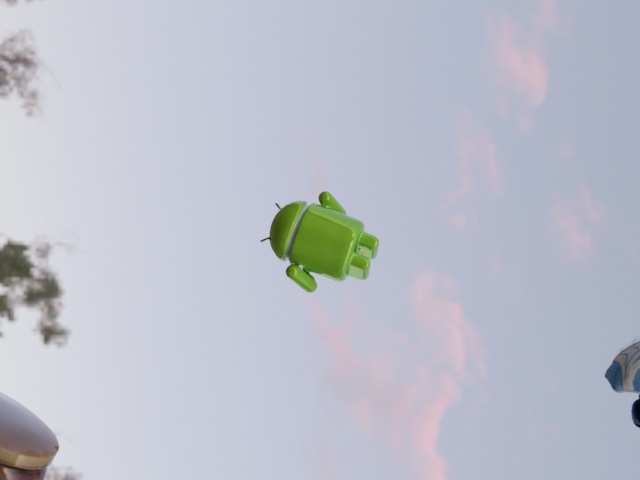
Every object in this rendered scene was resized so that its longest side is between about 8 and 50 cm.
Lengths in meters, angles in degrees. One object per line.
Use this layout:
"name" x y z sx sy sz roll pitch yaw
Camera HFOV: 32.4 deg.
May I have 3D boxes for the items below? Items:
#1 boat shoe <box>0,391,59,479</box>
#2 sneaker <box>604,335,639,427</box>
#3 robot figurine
"boat shoe" -0.222 0.103 0.615 0.207 0.073 0.073 22 -91 42
"sneaker" 0.367 0.175 1.103 0.086 0.237 0.085 -36 -150 18
"robot figurine" 0.000 0.000 1.108 0.067 0.115 0.101 90 21 -69
